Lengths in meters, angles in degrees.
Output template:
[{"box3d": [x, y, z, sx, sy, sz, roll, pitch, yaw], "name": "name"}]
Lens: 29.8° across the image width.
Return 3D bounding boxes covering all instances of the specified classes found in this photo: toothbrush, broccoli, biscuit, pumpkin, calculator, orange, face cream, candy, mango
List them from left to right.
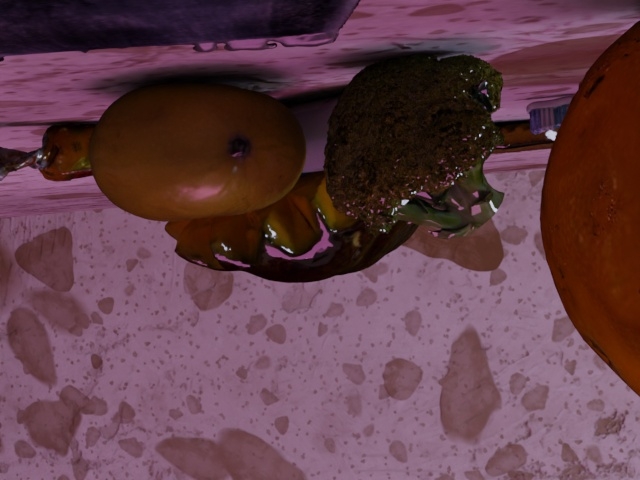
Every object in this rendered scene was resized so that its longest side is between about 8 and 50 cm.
[{"box3d": [-0.191, -0.074, 0.985, 0.182, 0.046, 0.053, -11, -179, -34], "name": "candy"}, {"box3d": [-0.056, -0.092, 0.406, 0.161, 0.021, 0.262, -4, 180, -7], "name": "calculator"}, {"box3d": [-0.075, -0.061, 0.818, 0.137, 0.091, 0.237, 1, -173, 7], "name": "mango"}, {"box3d": [-0.012, -0.082, 0.945, 0.084, 0.057, 0.198, -21, -167, -41], "name": "face cream"}, {"box3d": [0.000, 0.000, 1.023, 0.254, 0.149, 0.130, -20, -146, 21], "name": "pumpkin"}, {"box3d": [0.061, -0.056, 0.740, 0.131, 0.120, 0.130, -40, -163, 22], "name": "broccoli"}, {"box3d": [0.218, -0.117, 1.386, 0.176, 0.031, 0.229, -3, -177, 45], "name": "biscuit"}, {"box3d": [0.334, -0.128, 1.048, 0.304, 0.030, 0.030, -7, 180, 11], "name": "toothbrush"}, {"box3d": [0.221, -0.009, 0.558, 0.240, 0.240, 0.240, -5, 180, 0], "name": "orange"}]

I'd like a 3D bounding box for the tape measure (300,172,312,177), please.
[{"box3d": [0.025, -0.075, 1.119, 0.125, 0.080, 0.146, 7, 172, -28], "name": "tape measure"}]
